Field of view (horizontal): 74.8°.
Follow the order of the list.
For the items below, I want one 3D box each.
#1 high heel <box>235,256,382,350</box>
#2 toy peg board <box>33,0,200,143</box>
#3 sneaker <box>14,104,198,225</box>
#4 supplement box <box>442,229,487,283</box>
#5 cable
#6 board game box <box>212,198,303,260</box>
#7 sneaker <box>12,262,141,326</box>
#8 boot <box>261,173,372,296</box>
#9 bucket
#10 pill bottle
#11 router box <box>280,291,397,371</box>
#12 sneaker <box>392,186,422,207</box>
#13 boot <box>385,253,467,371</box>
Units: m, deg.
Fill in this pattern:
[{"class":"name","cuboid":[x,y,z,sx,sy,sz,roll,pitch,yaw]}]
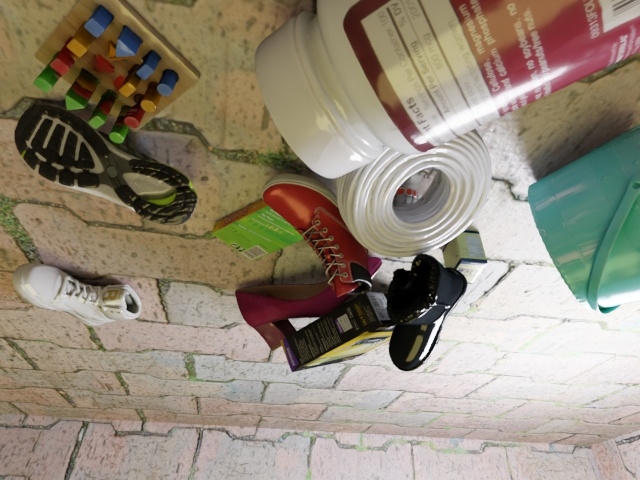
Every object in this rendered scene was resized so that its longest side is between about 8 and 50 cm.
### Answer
[{"class":"high heel","cuboid":[-0.041,0.107,1.002,0.377,0.127,0.181,-37,88,16]},{"class":"toy peg board","cuboid":[-0.285,-0.223,0.575,0.161,0.079,0.161,-23,137,29]},{"class":"sneaker","cuboid":[-0.342,-0.115,0.691,0.300,0.111,0.121,30,179,-10]},{"class":"supplement box","cuboid":[0.306,0.035,0.895,0.056,0.083,0.083,4,142,-4]},{"class":"cable","cuboid":[0.152,-0.090,0.678,0.257,0.089,0.257,-16,129,-6]},{"class":"board game box","cuboid":[-0.082,-0.038,0.848,0.260,0.039,0.124,-20,138,28]},{"class":"sneaker","cuboid":[-0.568,0.125,1.026,0.169,0.108,0.292,-10,151,11]},{"class":"boot","cuboid":[0.000,0.000,0.730,0.244,0.176,0.088,29,133,-32]},{"class":"bucket","cuboid":[0.483,-0.024,0.677,0.281,0.281,0.183,31,137,-33]},{"class":"pill bottle","cuboid":[0.139,-0.228,0.440,0.392,0.224,0.224,-22,137,27]},{"class":"router box","cuboid":[0.090,0.218,1.014,0.243,0.081,0.309,-34,156,22]},{"class":"sneaker","cuboid":[0.116,-0.081,0.779,0.158,0.065,0.061,4,112,-21]},{"class":"boot","cuboid":[0.172,0.144,0.790,0.207,0.094,0.246,16,107,-54]}]
